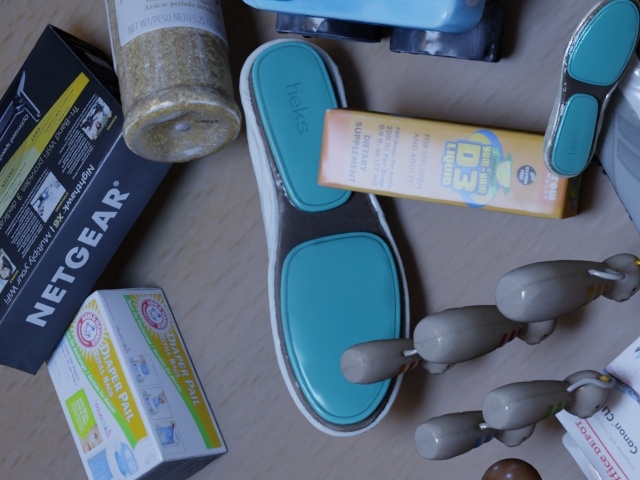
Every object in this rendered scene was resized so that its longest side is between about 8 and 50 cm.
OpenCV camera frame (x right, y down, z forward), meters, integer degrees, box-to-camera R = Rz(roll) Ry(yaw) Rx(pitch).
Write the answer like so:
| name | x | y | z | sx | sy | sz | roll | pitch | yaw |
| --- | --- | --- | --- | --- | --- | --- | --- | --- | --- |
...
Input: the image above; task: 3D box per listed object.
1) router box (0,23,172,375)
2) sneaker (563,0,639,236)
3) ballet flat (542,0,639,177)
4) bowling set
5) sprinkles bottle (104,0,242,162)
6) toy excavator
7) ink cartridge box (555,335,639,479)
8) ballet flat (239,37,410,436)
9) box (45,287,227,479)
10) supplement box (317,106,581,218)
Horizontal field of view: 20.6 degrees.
| name | x | y | z | sx | sy | sz | roll | pitch | yaw |
| --- | --- | --- | --- | --- | --- | --- | --- | --- | --- |
| router box | -0.303 | -0.048 | 1.913 | 0.309 | 0.081 | 0.243 | -55 | 42 | 11 |
| sneaker | 0.282 | -0.076 | 1.526 | 0.108 | 0.100 | 0.272 | -28 | 66 | 44 |
| ballet flat | 0.222 | -0.135 | 1.488 | 0.052 | 0.057 | 0.168 | -102 | 29 | -68 |
| bowling set | 0.165 | 0.139 | 1.521 | 0.287 | 0.154 | 0.200 | -24 | 77 | 50 |
| sprinkles bottle | -0.163 | -0.257 | 1.801 | 0.121 | 0.121 | 0.355 | -31 | 57 | 34 |
| toy excavator | 0.028 | -0.277 | 1.494 | 0.433 | 0.445 | 0.222 | 12 | 98 | 38 |
| ink cartridge box | 0.289 | 0.158 | 1.527 | 0.198 | 0.067 | 0.115 | -48 | 62 | 28 |
| ballet flat | 0.000 | 0.000 | 1.729 | 0.139 | 0.139 | 0.400 | -21 | 74 | 36 |
| box | -0.205 | 0.164 | 1.892 | 0.114 | 0.103 | 0.203 | -36 | 68 | 32 |
| supplement box | 0.120 | -0.072 | 1.610 | 0.233 | 0.080 | 0.078 | 8 | 95 | 15 |
